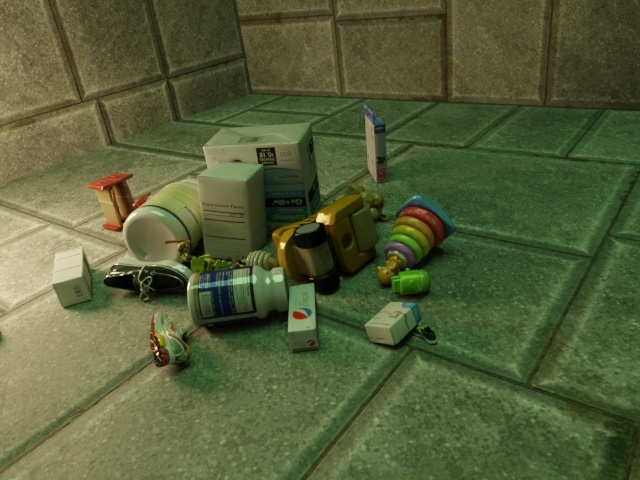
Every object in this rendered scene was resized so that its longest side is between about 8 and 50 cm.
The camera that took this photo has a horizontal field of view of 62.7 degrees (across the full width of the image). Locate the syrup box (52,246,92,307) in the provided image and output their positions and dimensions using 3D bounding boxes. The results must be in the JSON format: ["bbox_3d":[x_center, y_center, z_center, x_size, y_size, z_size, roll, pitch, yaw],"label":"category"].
[{"bbox_3d":[-0.824,0.117,1.750,0.096,0.093,0.237,-16,28,-16],"label":"syrup box"}]

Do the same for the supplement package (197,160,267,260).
[{"bbox_3d":[-0.294,-0.102,1.789,0.175,0.293,0.177,6,25,11],"label":"supplement package"}]

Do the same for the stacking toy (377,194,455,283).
[{"bbox_3d":[0.262,0.025,1.613,0.175,0.166,0.302,40,59,-1],"label":"stacking toy"}]

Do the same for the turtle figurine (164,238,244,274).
[{"bbox_3d":[-0.359,0.071,1.617,0.269,0.087,0.217,23,-1,-15],"label":"turtle figurine"}]

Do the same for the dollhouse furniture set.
[{"bbox_3d":[-0.736,-0.140,2.102,0.374,0.201,0.152,11,33,33],"label":"dollhouse furniture set"}]

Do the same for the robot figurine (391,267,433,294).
[{"bbox_3d":[0.260,0.118,1.493,0.115,0.067,0.101,-7,15,2],"label":"robot figurine"}]

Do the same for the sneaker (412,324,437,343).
[{"bbox_3d":[0.261,0.226,1.321,0.031,0.035,0.083,-24,31,-30],"label":"sneaker"}]

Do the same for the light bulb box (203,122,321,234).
[{"bbox_3d":[-0.200,-0.222,1.947,0.357,0.361,0.225,-1,30,13],"label":"light bulb box"}]

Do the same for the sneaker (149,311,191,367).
[{"bbox_3d":[-0.400,0.263,1.395,0.092,0.088,0.225,2,21,-27],"label":"sneaker"}]

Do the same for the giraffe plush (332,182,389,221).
[{"bbox_3d":[0.166,-0.116,1.905,0.170,0.182,0.210,-16,-8,-36],"label":"giraffe plush"}]

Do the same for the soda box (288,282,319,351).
[{"bbox_3d":[-0.046,0.203,1.411,0.073,0.069,0.216,-8,27,2],"label":"soda box"}]

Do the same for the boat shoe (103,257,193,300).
[{"bbox_3d":[-0.541,0.123,1.646,0.306,0.113,0.105,9,39,16],"label":"boat shoe"}]

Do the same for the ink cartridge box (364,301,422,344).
[{"bbox_3d":[0.185,0.209,1.336,0.088,0.052,0.122,-5,23,47],"label":"ink cartridge box"}]

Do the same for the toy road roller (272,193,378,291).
[{"bbox_3d":[0.000,0.000,1.656,0.240,0.203,0.329,6,30,46],"label":"toy road roller"}]

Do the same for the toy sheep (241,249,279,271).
[{"bbox_3d":[-0.193,0.074,1.675,0.132,0.091,0.091,2,29,18],"label":"toy sheep"}]

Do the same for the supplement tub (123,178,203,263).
[{"bbox_3d":[-0.516,-0.068,1.870,0.235,0.236,0.325,1,29,16],"label":"supplement tub"}]

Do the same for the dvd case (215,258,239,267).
[{"bbox_3d":[-0.316,0.081,1.773,0.087,0.013,0.119,-8,28,0],"label":"dvd case"}]

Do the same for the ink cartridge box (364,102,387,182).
[{"bbox_3d":[0.240,-0.426,2.274,0.065,0.311,0.186,-10,28,-2],"label":"ink cartridge box"}]

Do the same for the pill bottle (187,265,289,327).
[{"bbox_3d":[-0.223,0.151,1.465,0.264,0.153,0.153,-7,27,-1],"label":"pill bottle"}]
